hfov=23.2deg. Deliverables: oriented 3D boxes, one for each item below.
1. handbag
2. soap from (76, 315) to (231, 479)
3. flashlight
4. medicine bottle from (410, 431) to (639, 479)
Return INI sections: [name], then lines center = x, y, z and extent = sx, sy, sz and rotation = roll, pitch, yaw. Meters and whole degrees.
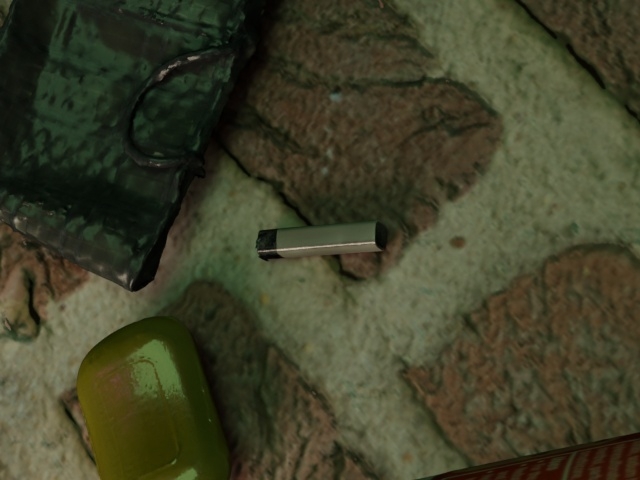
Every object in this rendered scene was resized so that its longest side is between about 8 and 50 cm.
[handbag]
center = -0.135, -0.107, 1.053
extent = 0.175, 0.088, 0.270
rotation = 15, 78, 23
[soap]
center = -0.103, 0.115, 0.965
extent = 0.089, 0.045, 0.140
rotation = -29, 62, 17
[flashlight]
center = 0.000, 0.000, 0.973
extent = 0.083, 0.018, 0.018
rotation = -5, 70, 26
[medicine bottle]
center = 0.155, 0.209, 0.675
extent = 0.241, 0.252, 0.252
rotation = -14, 65, 21
